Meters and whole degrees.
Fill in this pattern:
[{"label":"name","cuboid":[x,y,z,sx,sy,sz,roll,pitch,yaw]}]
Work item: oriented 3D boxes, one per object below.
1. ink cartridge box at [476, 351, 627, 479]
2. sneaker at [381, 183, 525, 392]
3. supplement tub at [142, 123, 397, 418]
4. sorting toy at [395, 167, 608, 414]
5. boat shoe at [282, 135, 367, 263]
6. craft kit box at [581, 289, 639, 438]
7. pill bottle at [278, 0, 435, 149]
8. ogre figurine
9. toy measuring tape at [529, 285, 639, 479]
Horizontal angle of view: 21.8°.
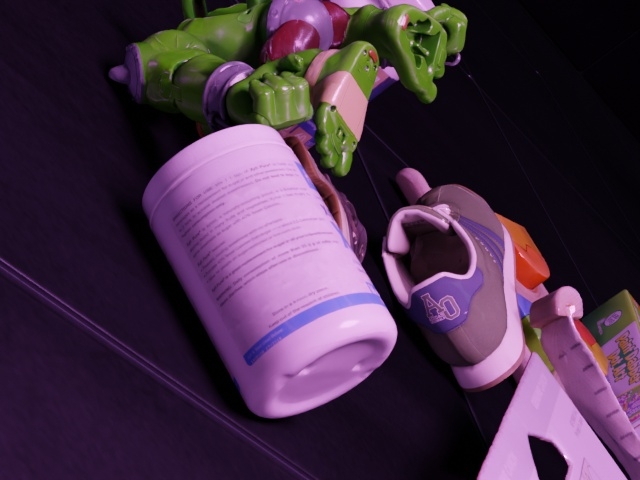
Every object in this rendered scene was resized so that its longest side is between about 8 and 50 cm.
[{"label":"ink cartridge box","cuboid":[0.140,0.192,0.802,0.239,0.060,0.275,52,15,1]},{"label":"sneaker","cuboid":[0.075,0.003,1.018,0.086,0.064,0.192,51,17,-29]},{"label":"supplement tub","cuboid":[-0.022,0.013,0.691,0.107,0.071,0.071,60,16,22]},{"label":"sorting toy","cuboid":[0.147,0.042,1.210,0.208,0.038,0.193,28,29,-60]},{"label":"boat shoe","cuboid":[0.000,0.000,0.817,0.049,0.056,0.152,39,19,-28]},{"label":"craft kit box","cuboid":[0.321,0.186,1.387,0.247,0.061,0.250,52,14,-13]},{"label":"pill bottle","cuboid":[0.010,-0.108,0.966,0.067,0.120,0.067,48,16,-18]},{"label":"ogre figurine","cuboid":[-0.016,-0.091,0.821,0.197,0.118,0.097,-51,141,-41]},{"label":"toy measuring tape","cuboid":[0.264,0.160,1.111,0.330,0.121,0.121,59,15,2]}]
